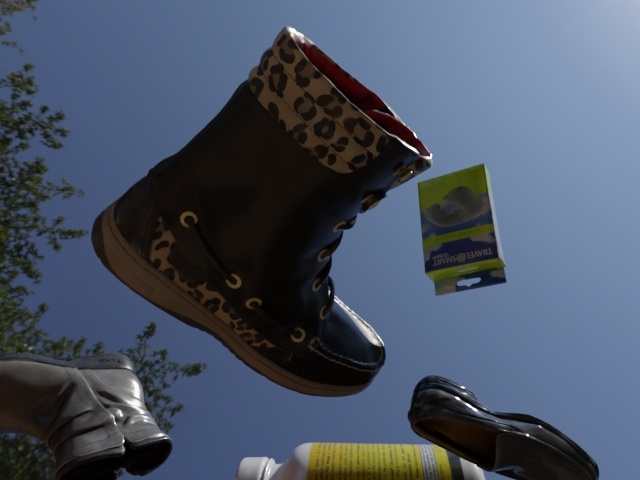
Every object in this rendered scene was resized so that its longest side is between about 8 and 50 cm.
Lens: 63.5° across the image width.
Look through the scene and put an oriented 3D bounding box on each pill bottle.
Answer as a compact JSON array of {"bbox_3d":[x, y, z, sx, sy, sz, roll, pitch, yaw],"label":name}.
[{"bbox_3d":[0.052,0.381,0.718,0.333,0.188,0.188,0,-84,5],"label":"pill bottle"}]

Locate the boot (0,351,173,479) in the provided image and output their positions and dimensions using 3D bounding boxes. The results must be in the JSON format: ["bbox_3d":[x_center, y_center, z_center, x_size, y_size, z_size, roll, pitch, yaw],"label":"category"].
[{"bbox_3d":[-0.405,0.273,0.768,0.337,0.222,0.118,-1,-61,-38],"label":"boot"}]

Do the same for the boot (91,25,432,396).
[{"bbox_3d":[0.000,0.000,0.542,0.377,0.138,0.284,37,-66,-23],"label":"boot"}]

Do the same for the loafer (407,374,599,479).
[{"bbox_3d":[0.156,0.184,0.457,0.169,0.061,0.062,19,-66,18],"label":"loafer"}]

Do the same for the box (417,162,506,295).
[{"bbox_3d":[0.204,-0.017,0.759,0.108,0.042,0.179,-15,-121,27],"label":"box"}]
